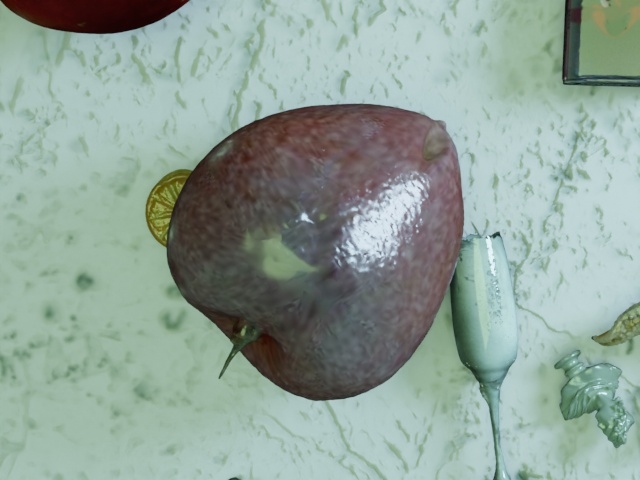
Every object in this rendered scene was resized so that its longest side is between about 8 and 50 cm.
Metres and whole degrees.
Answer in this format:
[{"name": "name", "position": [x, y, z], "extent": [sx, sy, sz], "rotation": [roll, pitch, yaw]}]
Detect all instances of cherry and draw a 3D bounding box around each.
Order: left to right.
[{"name": "cherry", "position": [0.000, 0.000, 1.457], "extent": [0.261, 0.221, 0.307], "rotation": [45, 83, -16]}]

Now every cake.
[{"name": "cake", "position": [-0.128, -0.028, 1.556], "extent": [0.084, 0.044, 0.084], "rotation": [0, 94, 7]}]

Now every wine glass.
[{"name": "wine glass", "position": [0.158, 0.115, 1.523], "extent": [0.074, 0.074, 0.262], "rotation": [-6, 92, 6]}]

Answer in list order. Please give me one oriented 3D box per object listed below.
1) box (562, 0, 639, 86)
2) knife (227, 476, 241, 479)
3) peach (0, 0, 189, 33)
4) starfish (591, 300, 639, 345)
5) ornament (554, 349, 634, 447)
[{"name": "box", "position": [0.285, -0.253, 1.490], "extent": [0.120, 0.069, 0.224], "rotation": [4, 92, 6]}, {"name": "knife", "position": [-0.013, 0.324, 1.551], "extent": [0.245, 0.019, 0.072], "rotation": [40, 97, 17]}, {"name": "peach", "position": [-0.212, -0.305, 1.474], "extent": [0.243, 0.199, 0.243], "rotation": [-1, 83, 10]}, {"name": "starfish", "position": [0.355, 0.067, 1.497], "extent": [0.138, 0.050, 0.247], "rotation": [38, 86, 1]}, {"name": "ornament", "position": [0.259, 0.147, 1.527], "extent": [0.092, 0.041, 0.068], "rotation": [28, 90, 13]}]
